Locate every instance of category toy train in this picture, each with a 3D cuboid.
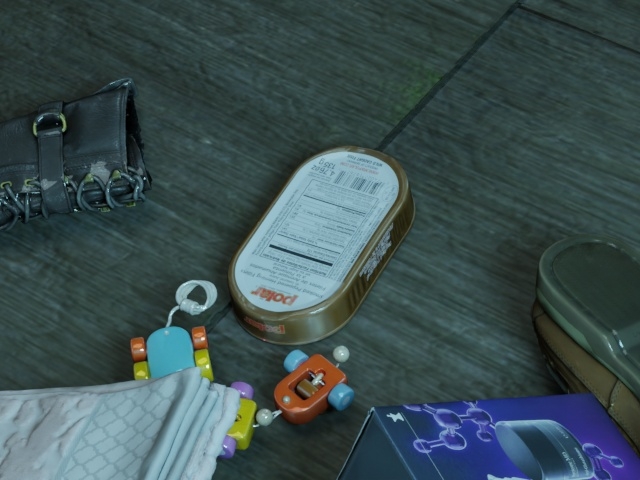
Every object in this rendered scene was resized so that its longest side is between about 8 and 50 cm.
[{"bbox_3d":[-0.061,0.104,1.409,0.166,0.046,0.125,32,61,29],"label":"toy train"}]

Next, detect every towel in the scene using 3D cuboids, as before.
[{"bbox_3d":[-0.234,0.229,1.257,0.317,0.053,0.331,-11,41,35],"label":"towel"}]

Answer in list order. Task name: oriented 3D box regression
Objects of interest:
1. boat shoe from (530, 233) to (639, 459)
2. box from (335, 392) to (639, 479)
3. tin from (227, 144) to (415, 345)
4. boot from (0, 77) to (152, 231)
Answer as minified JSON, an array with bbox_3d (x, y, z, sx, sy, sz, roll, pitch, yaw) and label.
[{"bbox_3d":[0.248,0.125,1.288,0.111,0.104,0.307,-15,45,-18],"label":"boat shoe"},{"bbox_3d":[0.144,0.221,1.175,0.184,0.103,0.261,-3,42,-31],"label":"box"},{"bbox_3d":[0.000,0.000,1.491,0.106,0.040,0.189,15,54,28],"label":"tin"},{"bbox_3d":[-0.250,-0.033,1.533,0.229,0.091,0.263,-7,46,6],"label":"boot"}]
